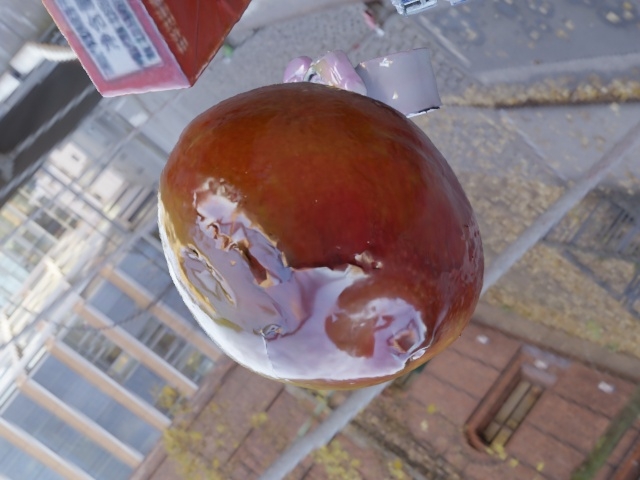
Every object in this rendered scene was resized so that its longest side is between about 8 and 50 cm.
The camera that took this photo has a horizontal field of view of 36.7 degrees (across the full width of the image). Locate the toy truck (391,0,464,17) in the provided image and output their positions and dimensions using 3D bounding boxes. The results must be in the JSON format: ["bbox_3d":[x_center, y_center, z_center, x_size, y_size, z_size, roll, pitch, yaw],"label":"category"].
[{"bbox_3d":[0.248,-0.510,1.791,0.155,0.268,0.124,41,-146,-69],"label":"toy truck"}]

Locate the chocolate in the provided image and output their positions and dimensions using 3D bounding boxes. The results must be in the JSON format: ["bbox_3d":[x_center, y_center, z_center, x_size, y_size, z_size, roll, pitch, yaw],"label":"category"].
[{"bbox_3d":[-0.171,-0.270,0.849,0.237,0.108,0.234,62,-155,-28],"label":"chocolate"}]

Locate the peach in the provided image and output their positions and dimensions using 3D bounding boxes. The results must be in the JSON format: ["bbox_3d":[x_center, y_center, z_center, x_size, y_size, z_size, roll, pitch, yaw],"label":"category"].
[{"bbox_3d":[0.002,-0.001,0.988,0.372,0.290,0.372,53,-164,-21],"label":"peach"}]

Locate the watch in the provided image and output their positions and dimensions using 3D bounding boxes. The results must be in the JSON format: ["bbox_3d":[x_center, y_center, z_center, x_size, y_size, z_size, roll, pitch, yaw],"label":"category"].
[{"bbox_3d":[0.078,-0.229,1.613,0.248,0.218,0.210,-8,97,64],"label":"watch"}]
